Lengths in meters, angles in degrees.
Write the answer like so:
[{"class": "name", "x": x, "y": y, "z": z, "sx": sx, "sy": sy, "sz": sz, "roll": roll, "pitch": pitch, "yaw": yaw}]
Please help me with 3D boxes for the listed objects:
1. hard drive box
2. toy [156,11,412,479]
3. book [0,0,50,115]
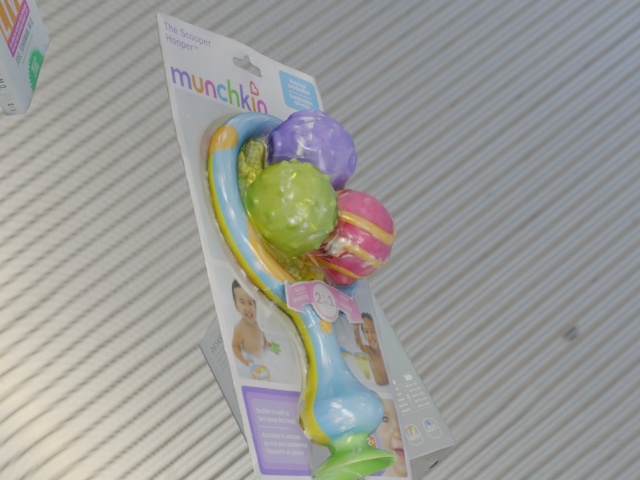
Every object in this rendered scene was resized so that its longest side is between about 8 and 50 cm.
[{"class": "hard drive box", "x": -0.002, "y": 0.138, "z": 1.216, "sx": 0.089, "sy": 0.181, "sz": 0.232, "roll": -13, "pitch": 64, "yaw": -36}, {"class": "toy", "x": 0.000, "y": 0.000, "z": 0.651, "sx": 0.056, "sy": 0.137, "sz": 0.237, "roll": -21, "pitch": 70, "yaw": 30}, {"class": "book", "x": -0.260, "y": -0.185, "z": 1.051, "sx": 0.035, "sy": 0.144, "sz": 0.096, "roll": -6, "pitch": 46, "yaw": 9}]
